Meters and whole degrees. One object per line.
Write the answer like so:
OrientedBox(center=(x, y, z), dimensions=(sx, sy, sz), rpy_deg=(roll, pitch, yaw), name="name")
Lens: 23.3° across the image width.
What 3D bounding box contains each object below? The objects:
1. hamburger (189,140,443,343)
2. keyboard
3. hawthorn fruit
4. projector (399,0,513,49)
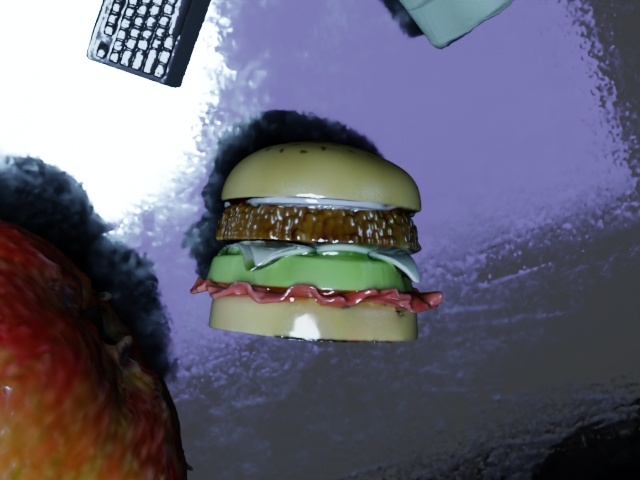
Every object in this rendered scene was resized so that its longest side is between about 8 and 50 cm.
OrientedBox(center=(-0.003, 0.000, 1.077), dimensions=(0.175, 0.175, 0.137), rpy_deg=(2, 88, -8), name="hamburger")
OrientedBox(center=(-0.099, -0.208, 1.090), dimensions=(0.074, 0.015, 0.197), rpy_deg=(20, 99, -11), name="keyboard")
OrientedBox(center=(-0.267, 0.151, 1.012), dimensions=(0.368, 0.285, 0.285), rpy_deg=(-25, 104, 12), name="hawthorn fruit")
OrientedBox(center=(0.018, -0.291, 1.043), dimensions=(0.108, 0.108, 0.337), rpy_deg=(-39, 104, 1), name="projector")
